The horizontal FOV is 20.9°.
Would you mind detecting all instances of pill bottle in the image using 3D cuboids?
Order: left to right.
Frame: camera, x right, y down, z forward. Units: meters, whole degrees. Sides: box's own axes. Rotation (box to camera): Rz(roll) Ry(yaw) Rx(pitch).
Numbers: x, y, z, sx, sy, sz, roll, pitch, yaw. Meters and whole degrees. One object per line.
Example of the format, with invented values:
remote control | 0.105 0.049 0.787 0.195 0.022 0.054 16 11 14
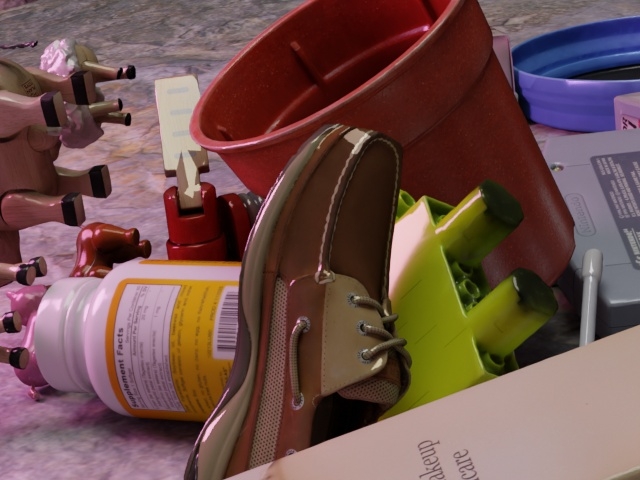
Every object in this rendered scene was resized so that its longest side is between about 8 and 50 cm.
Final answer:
pill bottle | -0.113 0.085 1.474 0.246 0.136 0.136 1 20 25

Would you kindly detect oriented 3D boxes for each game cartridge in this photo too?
game cartridge | 0.307 -0.012 1.630 0.198 0.062 0.297 -9 33 1

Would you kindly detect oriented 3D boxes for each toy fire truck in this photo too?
toy fire truck | -0.064 -0.031 1.630 0.217 0.246 0.158 -14 20 -20

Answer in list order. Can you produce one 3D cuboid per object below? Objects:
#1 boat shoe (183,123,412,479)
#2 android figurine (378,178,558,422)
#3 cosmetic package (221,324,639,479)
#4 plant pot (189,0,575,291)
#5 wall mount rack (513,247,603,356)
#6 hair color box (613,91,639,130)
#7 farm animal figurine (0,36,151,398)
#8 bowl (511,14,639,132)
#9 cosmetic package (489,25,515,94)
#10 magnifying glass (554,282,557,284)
boat shoe | 0.009 0.085 1.204 0.120 0.324 0.122 14 -2 35
android figurine | 0.054 0.083 1.278 0.056 0.273 0.248 20 41 -37
cosmetic package | 0.102 0.173 1.045 0.309 0.113 0.160 -20 23 0
plant pot | 0.073 -0.064 1.492 0.272 0.265 0.272 -28 25 14
wall mount rack | 0.281 0.059 1.339 0.350 0.130 0.304 -12 0 24
hair color box | 0.486 -0.085 1.789 0.185 0.113 0.374 -14 20 -22
farm animal figurine | -0.300 -0.025 1.628 0.172 0.326 0.330 0 6 17
bowl | 0.440 -0.223 2.290 0.391 0.077 0.391 -6 18 2
cosmetic package | 0.145 -0.232 2.350 0.153 0.129 0.296 -10 19 -12
magnifying glass | 0.234 0.029 1.692 0.231 0.026 0.092 5 22 39
